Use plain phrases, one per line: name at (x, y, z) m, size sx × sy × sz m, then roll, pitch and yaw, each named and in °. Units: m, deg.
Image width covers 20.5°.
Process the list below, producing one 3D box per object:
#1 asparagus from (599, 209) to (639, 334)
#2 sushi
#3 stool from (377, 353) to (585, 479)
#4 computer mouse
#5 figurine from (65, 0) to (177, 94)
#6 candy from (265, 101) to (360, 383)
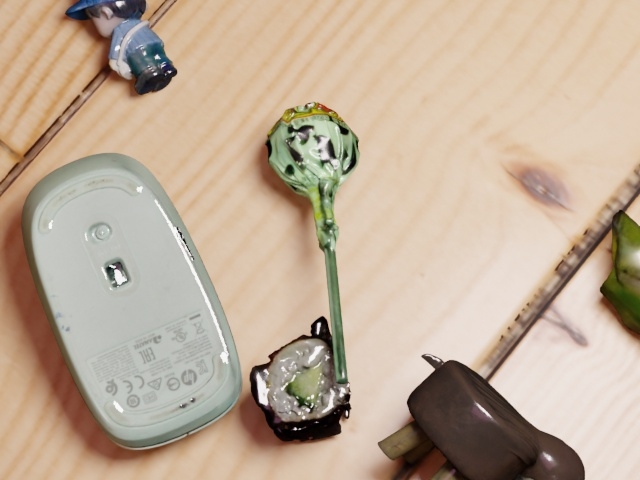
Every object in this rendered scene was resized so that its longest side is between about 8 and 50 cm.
asparagus at (0.385, 0.113, 1.691) m, size 0.085 × 0.082 × 0.343 m, roll -43°, pitch 81°, yaw -4°
sushi at (-0.017, 0.138, 1.689) m, size 0.094 × 0.084 × 0.098 m, roll -18°, pitch 70°, yaw 0°
stool at (0.153, 0.202, 1.655) m, size 0.217 × 0.125 × 0.121 m, roll 41°, pitch 96°, yaw -7°
computer mouse at (-0.185, 0.056, 1.712) m, size 0.159 × 0.097 × 0.288 m, roll -24°, pitch 86°, yaw -7°
figurine at (-0.196, -0.220, 1.803) m, size 0.077 × 0.079 × 0.136 m, roll -20°, pitch 63°, yaw -48°
candy at (0.000, 0.000, 1.696) m, size 0.091 × 0.083 × 0.306 m, roll 8°, pitch 56°, yaw -20°
